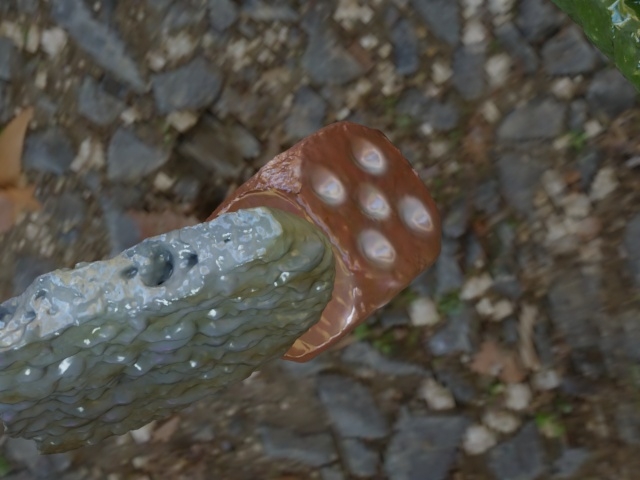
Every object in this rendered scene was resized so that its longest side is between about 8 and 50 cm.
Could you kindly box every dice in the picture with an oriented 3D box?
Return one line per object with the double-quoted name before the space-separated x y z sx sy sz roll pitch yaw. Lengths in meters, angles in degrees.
"dice" 0.000 0.000 1.835 0.175 0.174 0.179 50 39 1

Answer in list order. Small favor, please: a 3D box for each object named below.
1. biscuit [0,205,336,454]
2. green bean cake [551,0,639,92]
"biscuit" -0.094 0.049 0.961 0.188 0.265 0.040 4 60 -41
"green bean cake" 0.221 -0.154 0.878 0.222 0.248 0.125 -47 126 8
